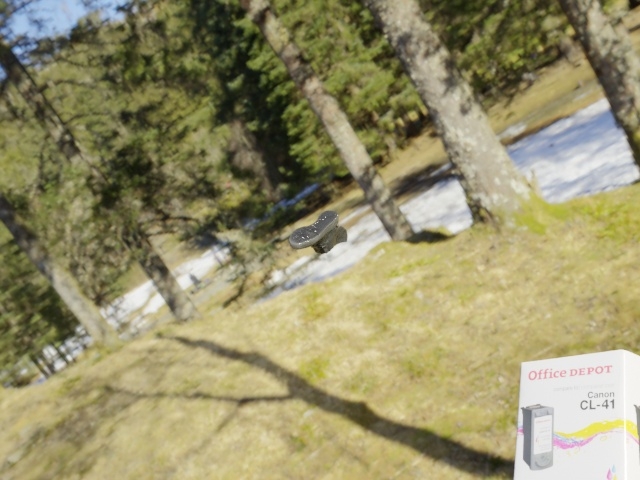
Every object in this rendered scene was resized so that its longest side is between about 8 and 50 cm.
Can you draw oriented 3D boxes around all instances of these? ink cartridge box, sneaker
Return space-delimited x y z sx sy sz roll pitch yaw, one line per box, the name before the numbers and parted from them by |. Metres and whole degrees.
ink cartridge box | 0.453 0.357 1.195 0.226 0.131 0.307 -22 52 51
sneaker | -0.002 -0.001 1.459 0.051 0.089 0.170 25 43 28
